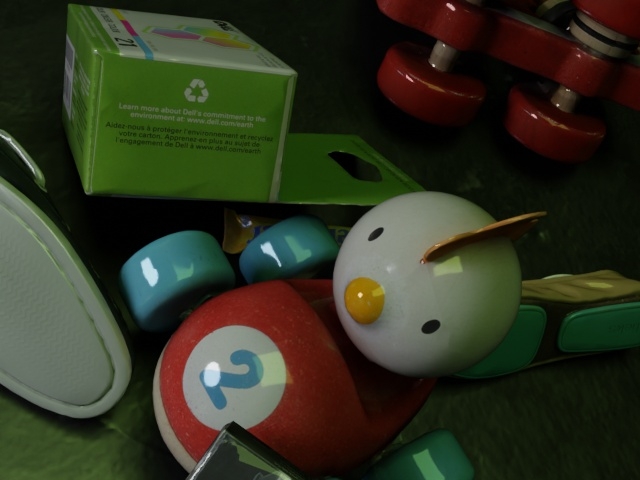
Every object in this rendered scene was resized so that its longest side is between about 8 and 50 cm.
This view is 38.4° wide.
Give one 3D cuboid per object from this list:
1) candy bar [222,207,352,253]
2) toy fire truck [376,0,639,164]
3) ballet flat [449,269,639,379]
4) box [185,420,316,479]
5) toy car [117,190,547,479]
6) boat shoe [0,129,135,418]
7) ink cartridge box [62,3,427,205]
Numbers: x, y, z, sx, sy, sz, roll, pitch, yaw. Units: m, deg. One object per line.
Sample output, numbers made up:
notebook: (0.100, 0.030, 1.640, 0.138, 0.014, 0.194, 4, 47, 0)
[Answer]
candy bar: (0.000, 0.000, 0.734, 0.161, 0.018, 0.040, 6, 56, -17)
toy fire truck: (0.185, -0.222, 0.881, 0.302, 0.169, 0.254, 15, 35, -12)
ballet flat: (0.167, 0.062, 0.736, 0.232, 0.080, 0.073, -1, 30, -25)
box: (0.009, 0.275, 0.440, 0.307, 0.076, 0.242, 36, 83, 2)
toy car: (0.031, 0.046, 0.555, 0.210, 0.238, 0.219, -9, 61, -46)
boat shoe: (-0.221, -0.018, 0.603, 0.302, 0.114, 0.091, 51, 20, -2)
ink cartridge box: (-0.052, -0.100, 0.680, 0.255, 0.097, 0.189, 1, 22, -21)
